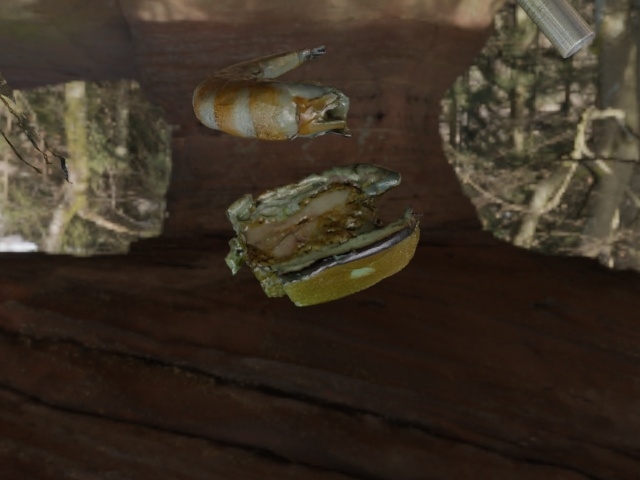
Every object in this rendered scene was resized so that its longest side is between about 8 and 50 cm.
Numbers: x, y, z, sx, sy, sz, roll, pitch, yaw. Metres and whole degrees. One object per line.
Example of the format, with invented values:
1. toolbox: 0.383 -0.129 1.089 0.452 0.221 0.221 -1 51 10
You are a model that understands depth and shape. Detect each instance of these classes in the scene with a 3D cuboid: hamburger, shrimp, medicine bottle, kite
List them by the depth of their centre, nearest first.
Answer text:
1. shrimp: -0.067 -0.183 0.986 0.185 0.068 0.287 -7 -156 -3
2. kite: -0.444 -0.201 1.045 0.015 0.310 0.169 -39 169 11
3. hamburger: 0.000 0.000 1.190 0.288 0.167 0.192 -19 160 -4
4. medicine bottle: 0.324 -0.385 1.214 0.059 0.231 0.059 -35 172 -6
